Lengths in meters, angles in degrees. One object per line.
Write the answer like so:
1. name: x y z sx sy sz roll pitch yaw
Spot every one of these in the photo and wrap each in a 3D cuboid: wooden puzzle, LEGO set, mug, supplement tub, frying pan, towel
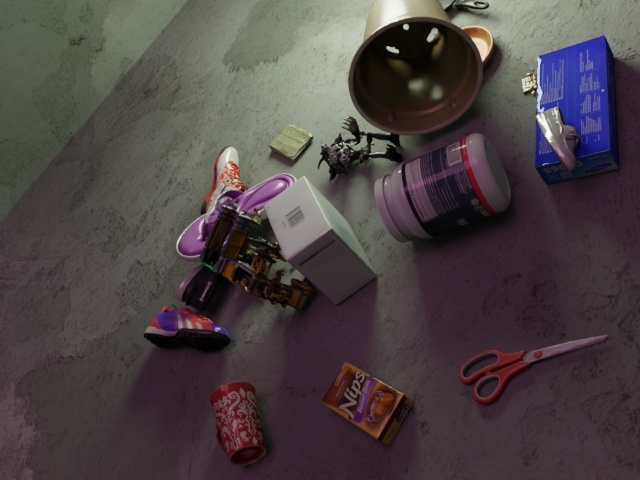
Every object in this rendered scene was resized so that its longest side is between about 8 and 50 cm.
1. wooden puzzle: 0.535 -0.397 1.819 0.049 0.006 0.083 -16 50 31
2. LEGO set: -0.147 0.028 1.874 0.331 0.255 0.192 29 96 55
3. mug: -0.191 0.448 1.719 0.113 0.150 0.169 -11 47 -14
4. supplement tub: 0.284 -0.117 1.673 0.272 0.191 0.191 -22 47 26
5. frying pan: 0.398 -0.739 2.165 0.326 0.053 0.197 8 65 41
6. towel: -0.092 -0.310 2.257 0.110 0.027 0.148 -51 42 -6

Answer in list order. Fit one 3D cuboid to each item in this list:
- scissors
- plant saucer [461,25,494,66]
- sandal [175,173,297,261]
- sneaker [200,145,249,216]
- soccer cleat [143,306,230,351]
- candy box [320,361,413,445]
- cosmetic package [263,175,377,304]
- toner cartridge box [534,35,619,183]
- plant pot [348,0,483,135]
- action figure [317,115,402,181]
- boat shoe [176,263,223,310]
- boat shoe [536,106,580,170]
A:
1. scissors: 0.412 0.224 1.430 0.297 0.021 0.109 -34 41 16
2. plant saucer: 0.392 -0.510 2.003 0.200 0.037 0.199 -22 48 26
3. sandal: -0.249 -0.093 2.063 0.416 0.102 0.169 -36 43 -23
4. sneaker: -0.272 -0.180 2.262 0.145 0.090 0.270 -3 61 37
5. soccer cleat: -0.364 0.238 2.007 0.318 0.108 0.116 -5 52 40
6. candy box: 0.099 0.352 1.569 0.187 0.053 0.109 21 74 48
7. cosmetic package: 0.000 0.000 1.793 0.138 0.224 0.224 -36 43 9
8. toner cartridge box: 0.586 -0.302 1.652 0.165 0.075 0.347 -12 52 35
9. plant pot: 0.236 -0.498 1.895 0.334 0.334 0.305 -26 37 22
10. action figure: 0.087 -0.260 1.988 0.276 0.141 0.164 -5 58 33
11. boat shoe: -0.293 0.075 2.083 0.091 0.114 0.302 30 66 9
12. boat shoe: 0.522 -0.223 1.548 0.063 0.066 0.184 -30 35 21
